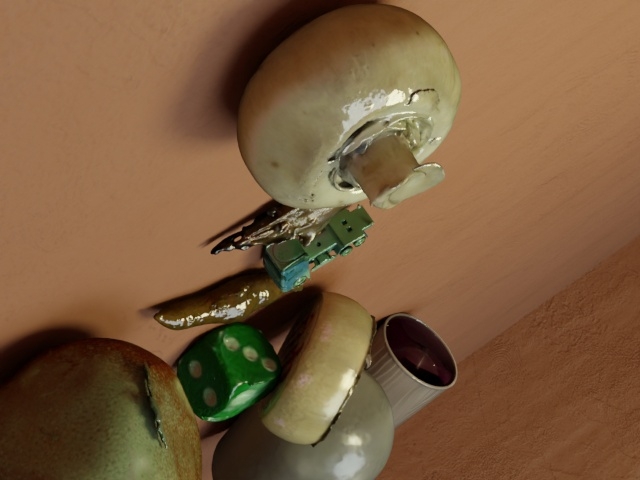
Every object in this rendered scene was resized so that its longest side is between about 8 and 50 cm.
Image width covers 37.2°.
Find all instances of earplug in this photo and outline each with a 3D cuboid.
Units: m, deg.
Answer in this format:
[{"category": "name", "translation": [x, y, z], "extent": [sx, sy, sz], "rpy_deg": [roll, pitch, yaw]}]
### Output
[{"category": "earplug", "translation": [-0.023, 0.427, 2.009], "extent": [0.312, 0.313, 0.394], "rpy_deg": [-18, 154, -41]}]

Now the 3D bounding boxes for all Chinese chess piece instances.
[{"category": "Chinese chess piece", "translation": [-0.007, 0.221, 1.654], "extent": [0.270, 0.112, 0.270], "rpy_deg": [-61, -172, 15]}]

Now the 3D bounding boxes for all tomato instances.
[{"category": "tomato", "translation": [-0.289, 0.266, 1.197], "extent": [0.303, 0.303, 0.239], "rpy_deg": [-29, 157, -18]}]

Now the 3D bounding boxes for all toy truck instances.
[{"category": "toy truck", "translation": [0.000, 0.000, 1.391], "extent": [0.175, 0.067, 0.081], "rpy_deg": [-30, 160, -14]}]

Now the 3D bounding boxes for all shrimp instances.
[{"category": "shrimp", "translation": [-0.025, -0.023, 1.298], "extent": [0.262, 0.066, 0.117], "rpy_deg": [-29, 160, -12]}]

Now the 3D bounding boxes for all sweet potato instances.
[{"category": "sweet potato", "translation": [-0.134, 0.090, 1.389], "extent": [0.273, 0.067, 0.067], "rpy_deg": [-16, 153, -41]}]

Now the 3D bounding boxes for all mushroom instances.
[{"category": "mushroom", "translation": [0.039, -0.121, 0.970], "extent": [0.246, 0.202, 0.246], "rpy_deg": [-24, 150, -15]}]

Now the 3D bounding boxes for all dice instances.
[{"category": "dice", "translation": [-0.153, 0.218, 1.575], "extent": [0.128, 0.120, 0.131], "rpy_deg": [-14, 155, -50]}]

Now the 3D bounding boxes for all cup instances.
[{"category": "cup", "translation": [0.138, 0.328, 2.200], "extent": [0.273, 0.208, 0.288], "rpy_deg": [-45, 160, 31]}]
